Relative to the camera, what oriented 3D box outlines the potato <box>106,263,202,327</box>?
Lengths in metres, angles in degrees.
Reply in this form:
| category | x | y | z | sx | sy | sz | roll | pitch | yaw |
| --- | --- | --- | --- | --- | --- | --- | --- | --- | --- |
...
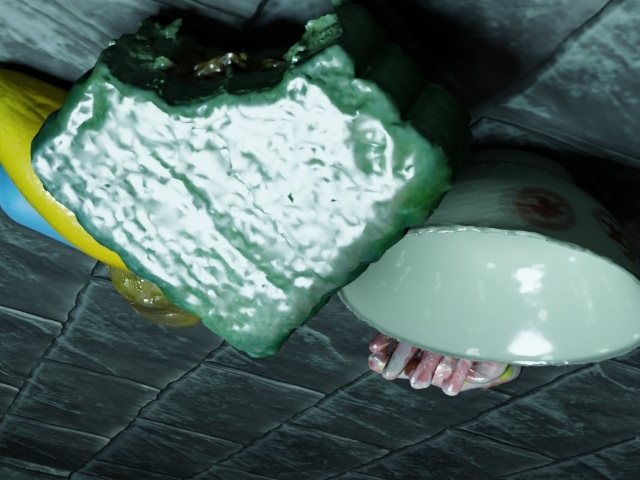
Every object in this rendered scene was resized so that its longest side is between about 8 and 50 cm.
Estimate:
| category | x | y | z | sx | sy | sz | roll | pitch | yaw |
| --- | --- | --- | --- | --- | --- | --- | --- | --- | --- |
| potato | -0.223 | 0.072 | 1.574 | 0.164 | 0.081 | 0.200 | 0 | 156 | 17 |

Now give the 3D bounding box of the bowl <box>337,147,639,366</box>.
| category | x | y | z | sx | sy | sz | roll | pitch | yaw |
| --- | --- | --- | --- | --- | --- | --- | --- | --- | --- |
| bowl | 0.192 | 0.003 | 1.183 | 0.337 | 0.157 | 0.337 | 8 | 154 | 4 |

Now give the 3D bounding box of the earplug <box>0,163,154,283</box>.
| category | x | y | z | sx | sy | sz | roll | pitch | yaw |
| --- | --- | --- | --- | --- | --- | --- | --- | --- | --- |
| earplug | -0.248 | -0.037 | 1.302 | 0.273 | 0.132 | 0.132 | 22 | 153 | -18 |

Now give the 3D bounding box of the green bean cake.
| category | x | y | z | sx | sy | sz | roll | pitch | yaw |
| --- | --- | --- | --- | --- | --- | --- | --- | --- | --- |
| green bean cake | -0.060 | -0.090 | 1.002 | 0.300 | 0.169 | 0.308 | 43 | 122 | -7 |

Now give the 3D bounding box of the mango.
| category | x | y | z | sx | sy | sz | roll | pitch | yaw |
| --- | --- | --- | --- | --- | --- | --- | --- | --- | --- |
| mango | -0.226 | -0.068 | 1.166 | 0.317 | 0.176 | 0.119 | 37 | 130 | -18 |

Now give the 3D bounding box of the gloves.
| category | x | y | z | sx | sy | sz | roll | pitch | yaw |
| --- | --- | --- | --- | --- | --- | --- | --- | --- | --- |
| gloves | 0.169 | 0.155 | 1.568 | 0.241 | 0.126 | 0.145 | 24 | 176 | -35 |
